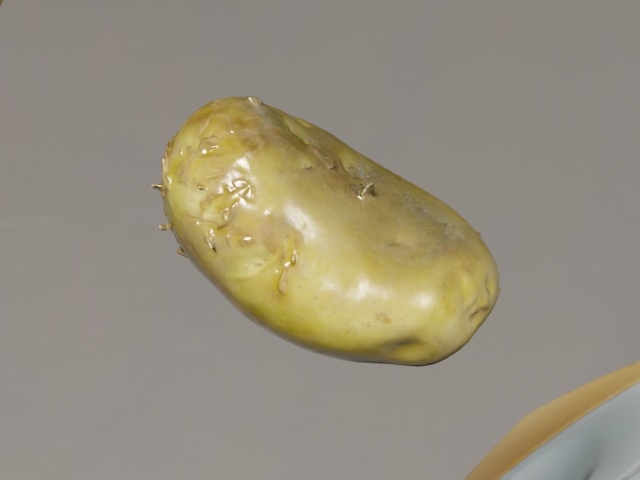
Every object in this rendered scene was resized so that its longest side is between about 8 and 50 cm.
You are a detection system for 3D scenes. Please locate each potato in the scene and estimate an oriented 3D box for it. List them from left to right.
[{"bbox_3d":[0.000,0.000,0.732,0.070,0.138,0.091,-56,-2,33],"label":"potato"}]

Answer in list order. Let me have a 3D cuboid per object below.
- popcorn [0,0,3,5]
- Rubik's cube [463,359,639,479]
[{"bbox_3d":[-0.270,-0.157,1.118,0.170,0.180,0.180,-104,24,-49],"label":"popcorn"},{"bbox_3d":[0.250,0.299,1.285,0.352,0.351,0.347,-43,8,-34],"label":"Rubik's cube"}]
